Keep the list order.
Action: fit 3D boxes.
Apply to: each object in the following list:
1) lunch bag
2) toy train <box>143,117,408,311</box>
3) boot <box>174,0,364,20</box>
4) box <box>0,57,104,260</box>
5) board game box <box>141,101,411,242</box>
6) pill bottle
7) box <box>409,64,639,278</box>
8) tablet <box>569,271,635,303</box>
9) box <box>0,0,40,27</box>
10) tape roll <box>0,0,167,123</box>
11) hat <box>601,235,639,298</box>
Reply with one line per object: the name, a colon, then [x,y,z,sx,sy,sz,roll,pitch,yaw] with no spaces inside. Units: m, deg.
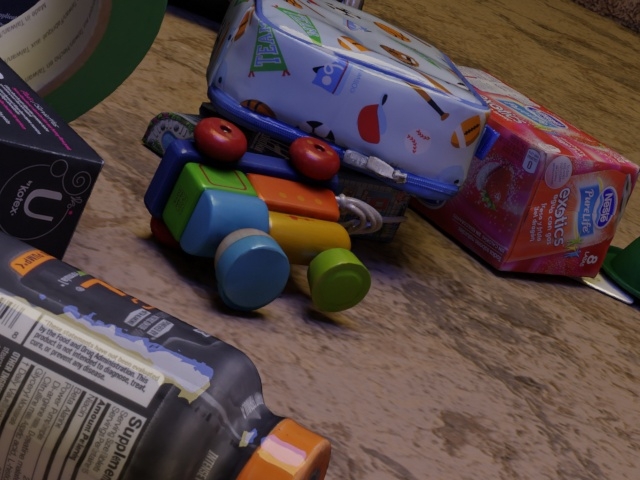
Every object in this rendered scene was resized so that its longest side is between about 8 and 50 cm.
lunch bag: [0.026,-0.131,1.663,0.243,0.115,0.303,22,14,-10]
toy train: [0.000,0.000,1.471,0.248,0.105,0.143,10,31,-34]
boot: [-0.119,-0.313,2.198,0.284,0.138,0.377,16,14,-21]
box: [-0.263,-0.042,1.155,0.142,0.163,0.247,12,19,-39]
board game box: [-0.053,-0.068,1.664,0.194,0.060,0.194,34,20,35]
pill bottle: [-0.119,0.089,0.986,0.245,0.130,0.130,26,17,11]
box: [0.162,-0.073,1.824,0.128,0.123,0.257,6,22,-38]
tablet: [0.260,0.036,1.818,0.083,0.006,0.054,24,17,9]
box: [-0.283,-0.222,1.687,0.093,0.158,0.156,8,21,-38]
tape roll: [-0.266,-0.175,1.298,0.321,0.321,0.077,8,50,-37]
hat: [0.378,-0.022,1.822,0.173,0.183,0.208,21,16,-12]
